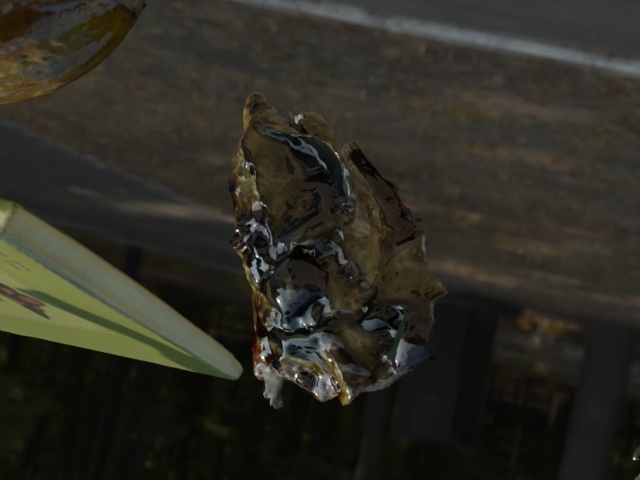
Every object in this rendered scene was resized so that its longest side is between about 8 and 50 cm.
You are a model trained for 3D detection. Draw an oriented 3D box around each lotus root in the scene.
[{"bbox_3d":[-0.258,-0.237,1.431,0.180,0.188,0.199,-8,154,14],"label":"lotus root"}]

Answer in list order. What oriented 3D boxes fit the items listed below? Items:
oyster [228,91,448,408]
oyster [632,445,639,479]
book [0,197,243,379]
[{"bbox_3d":[0.000,-0.011,1.583,0.221,0.361,0.096,-19,156,19],"label":"oyster"},{"bbox_3d":[0.403,0.203,1.176,0.354,0.201,0.107,-1,165,-24],"label":"oyster"},{"bbox_3d":[-0.246,0.026,1.182,0.352,0.035,0.239,6,156,45],"label":"book"}]
